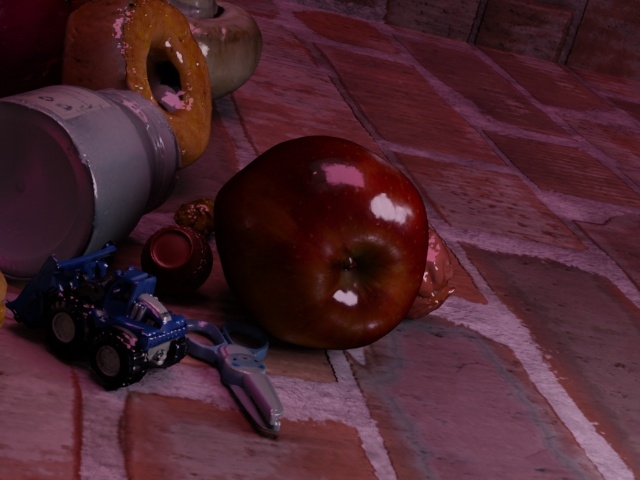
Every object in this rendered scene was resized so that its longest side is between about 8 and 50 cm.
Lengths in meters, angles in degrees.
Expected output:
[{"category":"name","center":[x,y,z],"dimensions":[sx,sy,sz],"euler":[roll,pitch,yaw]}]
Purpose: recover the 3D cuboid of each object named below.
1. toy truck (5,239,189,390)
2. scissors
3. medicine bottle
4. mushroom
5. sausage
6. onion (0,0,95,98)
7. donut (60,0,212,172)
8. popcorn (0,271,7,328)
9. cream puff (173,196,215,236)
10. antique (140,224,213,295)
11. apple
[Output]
[{"category":"toy truck","center":[-0.262,0.079,1.474],"dimensions":[0.208,0.126,0.113],"euler":[25,23,24]},{"category":"scissors","center":[-0.097,0.161,1.522],"dimensions":[0.125,0.030,0.256],"euler":[7,19,-24]},{"category":"medicine bottle","center":[-0.341,-0.093,1.694],"dimensions":[0.245,0.245,0.290],"euler":[22,20,15]},{"category":"mushroom","center":[-0.294,-0.426,2.539],"dimensions":[0.352,0.260,0.352],"euler":[14,16,-4]},{"category":"sausage","center":[0.087,0.012,1.863],"dimensions":[0.152,0.152,0.280],"euler":[-6,33,-45]},{"category":"onion","center":[-0.574,-0.349,2.147],"dimensions":[0.385,0.348,0.348],"euler":[-31,40,-16]},{"category":"donut","center":[-0.303,-0.251,2.040],"dimensions":[0.150,0.317,0.299],"euler":[-14,19,32]},{"category":"popcorn","center":[-0.424,0.073,1.368],"dimensions":[0.148,0.152,0.167],"euler":[-7,15,-7]},{"category":"cream puff","center":[-0.189,-0.038,1.916],"dimensions":[0.083,0.058,0.083],"euler":[-3,26,-37]},{"category":"antique","center":[-0.197,0.027,1.695],"dimensions":[0.104,0.104,0.104],"euler":[14,21,-6]},{"category":"apple","center":[0.000,0.000,1.654],"dimensions":[0.288,0.288,0.317],"euler":[5,11,-27]}]
